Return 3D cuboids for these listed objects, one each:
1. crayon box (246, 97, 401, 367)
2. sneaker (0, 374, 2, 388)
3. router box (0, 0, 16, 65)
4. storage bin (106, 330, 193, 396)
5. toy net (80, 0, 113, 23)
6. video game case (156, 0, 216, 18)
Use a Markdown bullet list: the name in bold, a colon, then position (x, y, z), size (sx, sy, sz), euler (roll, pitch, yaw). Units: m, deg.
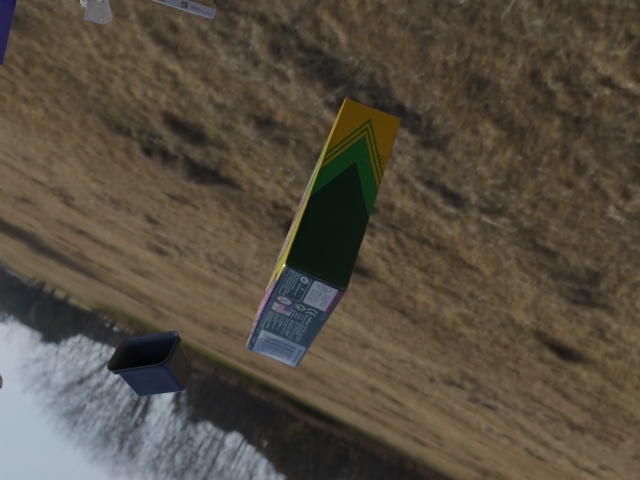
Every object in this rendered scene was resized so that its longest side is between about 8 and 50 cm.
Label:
- **crayon box**: position (0.000, 0.000, 1.396), size (0.106, 0.313, 0.363), euler (22, 151, -3)
- **sneaker**: position (-0.537, 0.154, 1.261), size (0.212, 0.094, 0.080), euler (24, -161, 39)
- **router box**: position (-0.600, -0.463, 1.386), size (0.301, 0.335, 0.082), euler (12, 179, 36)
- **storage bin**: position (-0.301, 0.227, 1.558), size (0.135, 0.098, 0.091), euler (-11, 125, 23)
- **toy net**: position (-0.519, -0.559, 1.807), size (0.045, 0.122, 0.232), euler (15, 159, 38)
- **video game case**: position (-0.320, -0.507, 1.757), size (0.207, 0.026, 0.227), euler (14, -164, -14)
